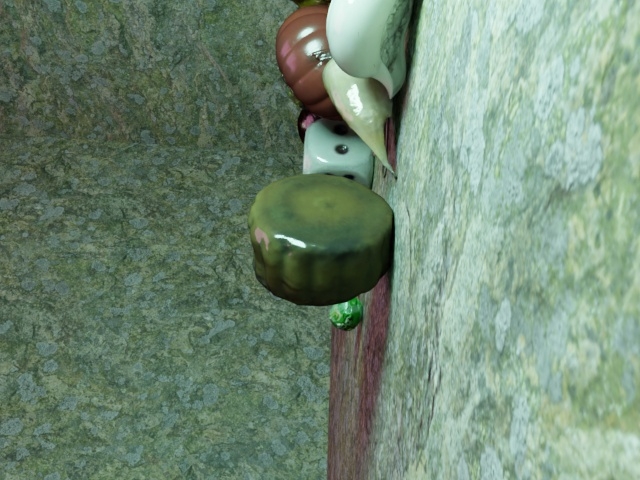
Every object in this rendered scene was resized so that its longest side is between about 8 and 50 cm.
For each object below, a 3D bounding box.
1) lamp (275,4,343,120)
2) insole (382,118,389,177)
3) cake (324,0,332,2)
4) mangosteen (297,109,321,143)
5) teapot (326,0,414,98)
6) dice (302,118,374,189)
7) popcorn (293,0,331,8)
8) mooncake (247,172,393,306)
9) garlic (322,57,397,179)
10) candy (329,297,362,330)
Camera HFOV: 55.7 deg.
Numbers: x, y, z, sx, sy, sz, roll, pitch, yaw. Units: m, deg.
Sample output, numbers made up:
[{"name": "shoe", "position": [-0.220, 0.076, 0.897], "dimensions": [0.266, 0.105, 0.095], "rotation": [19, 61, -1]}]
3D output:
[{"name": "lamp", "position": [0.024, -0.452, 1.537], "dimensions": [0.257, 0.303, 0.303], "rotation": [-34, 33, 30]}, {"name": "insole", "position": [0.147, -0.236, 1.367], "dimensions": [0.065, 0.006, 0.193], "rotation": [99, 175, -82]}, {"name": "cake", "position": [0.051, -0.739, 1.428], "dimensions": [0.256, 0.282, 0.290], "rotation": [144, 134, -80]}, {"name": "mangosteen", "position": [0.054, -0.365, 2.019], "dimensions": [0.261, 0.236, 0.235], "rotation": [58, -170, -16]}, {"name": "teapot", "position": [0.100, -0.388, 1.044], "dimensions": [0.204, 0.139, 0.298], "rotation": [-50, -22, -29]}, {"name": "dice", "position": [0.048, -0.218, 1.689], "dimensions": [0.193, 0.194, 0.191], "rotation": [98, 177, -56]}, {"name": "popcorn", "position": [0.003, -0.747, 1.676], "dimensions": [0.237, 0.293, 0.293], "rotation": [-56, 7, 9]}, {"name": "mooncake", "position": [0.000, 0.000, 1.189], "dimensions": [0.290, 0.291, 0.161], "rotation": [-88, 1, -55]}, {"name": "garlic", "position": [0.106, -0.287, 1.236], "dimensions": [0.196, 0.151, 0.338], "rotation": [54, -164, -30]}, {"name": "candy", "position": [0.091, 0.111, 1.743], "dimensions": [0.097, 0.097, 0.323], "rotation": [95, -174, -55]}]
